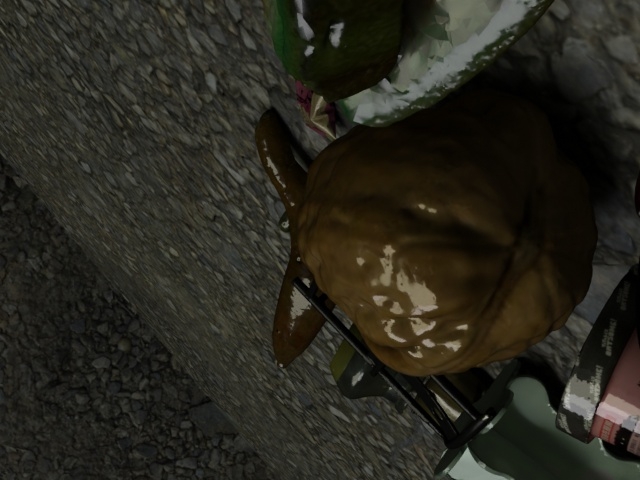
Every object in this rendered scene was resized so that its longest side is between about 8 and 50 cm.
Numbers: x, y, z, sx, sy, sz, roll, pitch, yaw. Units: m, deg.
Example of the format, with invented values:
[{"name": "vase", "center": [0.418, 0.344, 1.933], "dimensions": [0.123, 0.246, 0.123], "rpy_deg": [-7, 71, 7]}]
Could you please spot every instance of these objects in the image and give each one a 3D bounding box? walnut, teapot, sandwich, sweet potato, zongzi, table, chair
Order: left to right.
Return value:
[{"name": "sweet potato", "center": [-0.022, 0.013, 1.195], "dimensions": [0.108, 0.079, 0.346], "rpy_deg": [4, 111, 20]}, {"name": "sandwich", "center": [0.008, -0.212, 0.583], "dimensions": [0.301, 0.162, 0.250], "rpy_deg": [45, 137, -13]}, {"name": "teapot", "center": [0.085, 0.157, 1.307], "dimensions": [0.119, 0.130, 0.165], "rpy_deg": [30, -169, 5]}, {"name": "chair", "center": [0.105, 0.083, 1.066], "dimensions": [0.260, 0.141, 0.154], "rpy_deg": [46, 161, 9]}, {"name": "walnut", "center": [0.096, -0.009, 0.805], "dimensions": [0.224, 0.257, 0.257], "rpy_deg": [16, 173, -25]}, {"name": "zongzi", "center": [0.205, 0.238, 1.263], "dimensions": [0.176, 0.078, 0.160], "rpy_deg": [36, 165, 7]}, {"name": "table", "center": [0.253, 0.257, 1.094], "dimensions": [0.198, 0.166, 0.166], "rpy_deg": [38, 160, 2]}]

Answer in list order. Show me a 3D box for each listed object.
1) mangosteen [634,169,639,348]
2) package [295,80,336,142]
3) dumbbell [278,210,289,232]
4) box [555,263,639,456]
[{"name": "mangosteen", "center": [0.283, 0.018, 0.480], "dimensions": [0.275, 0.275, 0.302], "rpy_deg": [55, -165, -20]}, {"name": "package", "center": [-0.005, -0.143, 1.036], "dimensions": [0.059, 0.029, 0.083], "rpy_deg": [38, 149, 45]}, {"name": "dumbbell", "center": [0.000, 0.000, 1.258], "dimensions": [0.118, 0.052, 0.046], "rpy_deg": [43, -157, 11]}, {"name": "box", "center": [0.278, 0.114, 0.772], "dimensions": [0.135, 0.151, 0.151], "rpy_deg": [28, 154, 25]}]
